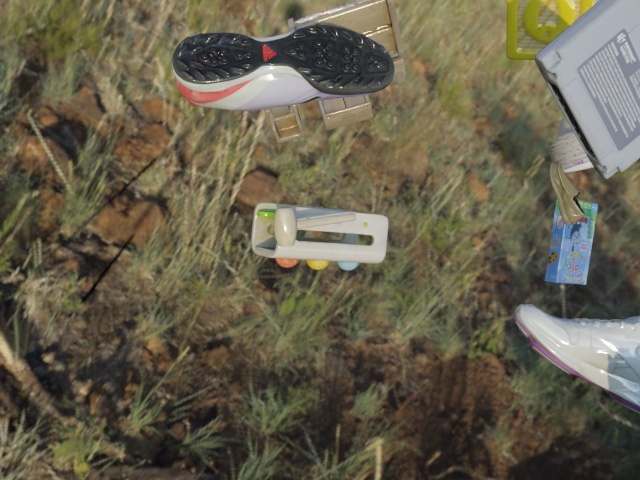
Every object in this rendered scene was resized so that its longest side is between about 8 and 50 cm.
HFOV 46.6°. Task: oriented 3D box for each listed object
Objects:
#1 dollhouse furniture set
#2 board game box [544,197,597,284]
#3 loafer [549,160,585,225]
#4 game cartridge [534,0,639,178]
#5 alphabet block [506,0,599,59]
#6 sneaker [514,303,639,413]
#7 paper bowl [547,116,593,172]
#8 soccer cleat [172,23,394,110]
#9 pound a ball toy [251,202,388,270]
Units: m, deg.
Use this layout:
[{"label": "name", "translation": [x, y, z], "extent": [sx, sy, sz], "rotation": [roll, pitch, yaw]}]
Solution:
[{"label": "dollhouse furniture set", "translation": [-0.006, -0.402, 1.471], "extent": [0.355, 0.303, 0.173], "rotation": [68, 7, -54]}, {"label": "board game box", "translation": [0.632, 0.003, 1.870], "extent": [0.160, 0.211, 0.039], "rotation": [6, 4, -45]}, {"label": "loafer", "translation": [0.542, -0.108, 1.631], "extent": [0.056, 0.050, 0.147], "rotation": [-9, 82, -59]}, {"label": "game cartridge", "translation": [0.492, -0.259, 1.228], "extent": [0.294, 0.196, 0.060], "rotation": [47, 10, -35]}, {"label": "alphabet block", "translation": [0.546, -0.521, 1.691], "extent": [0.194, 0.192, 0.197], "rotation": [8, 27, 30]}, {"label": "sneaker", "translation": [0.466, 0.167, 1.225], "extent": [0.305, 0.152, 0.114], "rotation": [29, 3, -1]}, {"label": "paper bowl", "translation": [0.749, -0.283, 1.974], "extent": [0.284, 0.284, 0.148], "rotation": [-11, 86, -56]}, {"label": "soccer cleat", "translation": [-0.053, -0.244, 1.097], "extent": [0.319, 0.116, 0.108], "rotation": [-2, 72, -4]}, {"label": "pound a ball toy", "translation": [0.000, 0.000, 1.569], "extent": [0.319, 0.135, 0.208], "rotation": [3, 5, -33]}]
